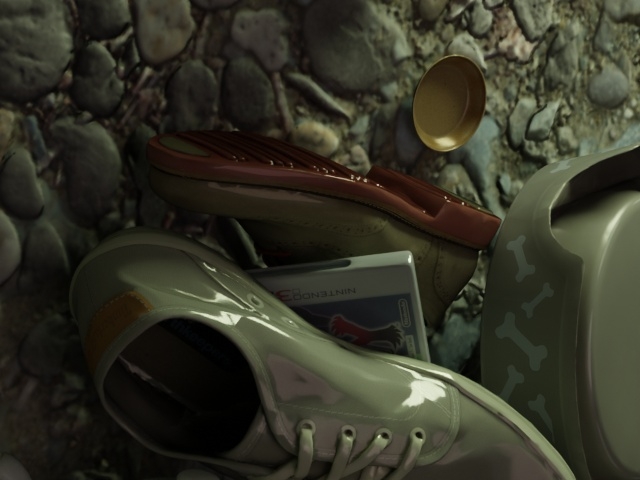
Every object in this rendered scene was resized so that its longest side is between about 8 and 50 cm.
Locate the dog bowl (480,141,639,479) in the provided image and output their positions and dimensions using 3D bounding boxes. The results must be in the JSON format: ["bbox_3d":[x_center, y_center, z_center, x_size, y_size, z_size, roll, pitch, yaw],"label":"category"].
[{"bbox_3d":[0.251,0.083,1.657,0.349,0.102,0.348,-6,97,-58],"label":"dog bowl"}]

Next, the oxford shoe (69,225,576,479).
[{"bbox_3d":[0.004,0.148,1.429,0.449,0.130,0.169,31,118,-18],"label":"oxford shoe"}]

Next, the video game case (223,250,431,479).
[{"bbox_3d":[-0.004,0.104,1.489,0.183,0.023,0.201,-7,124,7],"label":"video game case"}]

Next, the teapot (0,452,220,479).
[{"bbox_3d":[-0.097,0.258,1.399,0.256,0.252,0.187,-3,113,-42],"label":"teapot"}]

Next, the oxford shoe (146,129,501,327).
[{"bbox_3d":[0.000,0.000,1.489,0.348,0.123,0.130,14,100,-39],"label":"oxford shoe"}]

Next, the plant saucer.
[{"bbox_3d":[0.105,-0.117,1.603,0.083,0.015,0.083,-13,112,-35],"label":"plant saucer"}]
